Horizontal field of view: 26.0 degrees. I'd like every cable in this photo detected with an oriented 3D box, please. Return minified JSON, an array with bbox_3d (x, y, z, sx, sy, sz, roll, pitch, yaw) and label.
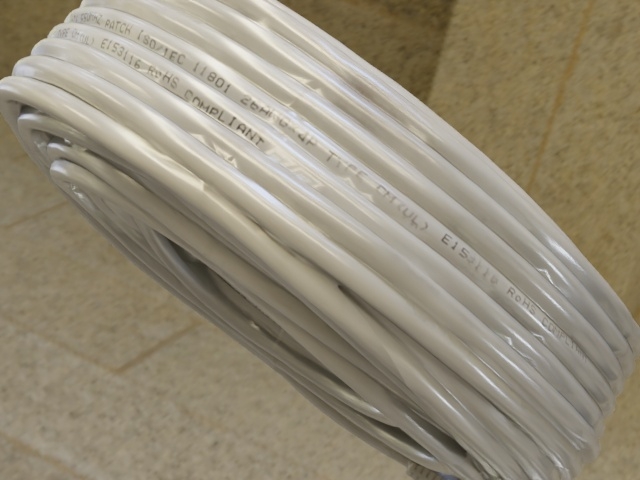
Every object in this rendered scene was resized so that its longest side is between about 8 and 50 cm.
[{"bbox_3d":[0.000,0.000,0.522,0.257,0.257,0.089,35,-100,17],"label":"cable"}]
